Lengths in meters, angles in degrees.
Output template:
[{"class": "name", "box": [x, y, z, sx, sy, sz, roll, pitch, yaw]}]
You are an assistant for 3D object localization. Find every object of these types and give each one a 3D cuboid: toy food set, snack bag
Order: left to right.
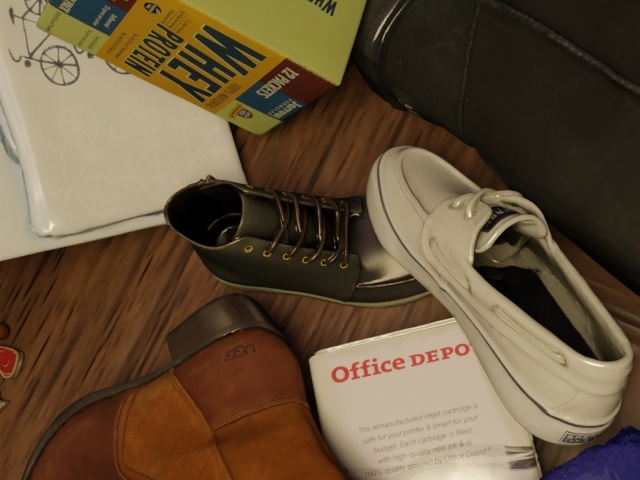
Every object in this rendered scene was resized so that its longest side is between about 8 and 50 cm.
[{"class": "toy food set", "box": [-0.303, 0.089, 0.853, 0.122, 0.019, 0.078, 30, 85, 22]}, {"class": "snack bag", "box": [-0.246, -0.144, 0.737, 0.343, 0.037, 0.322, -15, 90, -30]}]

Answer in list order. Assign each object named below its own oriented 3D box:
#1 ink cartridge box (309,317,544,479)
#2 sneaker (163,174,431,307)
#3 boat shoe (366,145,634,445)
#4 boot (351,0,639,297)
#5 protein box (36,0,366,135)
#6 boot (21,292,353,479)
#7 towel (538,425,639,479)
[{"class": "ink cartridge box", "box": [0.082, 0.161, 0.685, 0.140, 0.082, 0.190, -14, 70, 10]}, {"class": "sneaker", "box": [0.000, 0.000, 0.735, 0.222, 0.118, 0.083, -3, 74, 16]}, {"class": "boat shoe", "box": [0.117, 0.008, 0.647, 0.095, 0.084, 0.258, -16, 50, -28]}, {"class": "boot", "box": [0.262, -0.145, 0.615, 0.367, 0.146, 0.445, -54, 46, 9]}, {"class": "protein box", "box": [-0.072, -0.222, 0.745, 0.200, 0.136, 0.201, 25, 68, -22]}, {"class": "boot", "box": [-0.086, 0.202, 0.652, 0.264, 0.096, 0.280, -37, 39, 3]}, {"class": "towel", "box": [0.171, 0.290, 0.558, 0.228, 0.076, 0.308, -29, 73, -1]}]
